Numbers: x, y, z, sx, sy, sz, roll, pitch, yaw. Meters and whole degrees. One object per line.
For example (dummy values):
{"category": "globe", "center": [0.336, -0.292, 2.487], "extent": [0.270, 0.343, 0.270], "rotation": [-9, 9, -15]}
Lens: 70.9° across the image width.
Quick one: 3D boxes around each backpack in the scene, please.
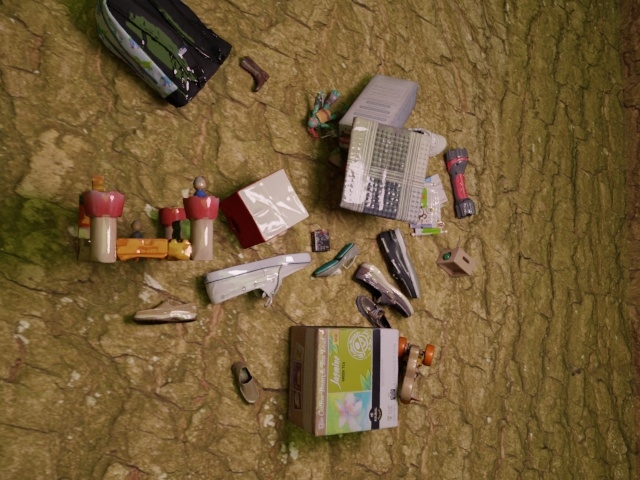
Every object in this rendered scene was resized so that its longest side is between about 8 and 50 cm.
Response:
{"category": "backpack", "center": [-0.507, -0.629, 1.383], "extent": [0.355, 0.274, 0.290], "rotation": [45, 65, -40]}

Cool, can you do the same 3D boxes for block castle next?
{"category": "block castle", "center": [-0.469, -0.054, 1.188], "extent": [0.303, 0.453, 0.212], "rotation": [0, 90, -28]}

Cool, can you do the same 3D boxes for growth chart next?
{"category": "growth chart", "center": [0.421, -0.130, 1.871], "extent": [0.172, 0.021, 0.237], "rotation": [-11, 98, 14]}

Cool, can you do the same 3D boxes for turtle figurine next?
{"category": "turtle figurine", "center": [0.173, -0.272, 1.692], "extent": [0.198, 0.275, 0.266], "rotation": [-42, 80, 6]}
{"category": "turtle figurine", "center": [0.018, -0.478, 1.706], "extent": [0.234, 0.118, 0.175], "rotation": [-48, 121, -41]}

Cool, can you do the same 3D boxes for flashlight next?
{"category": "flashlight", "center": [0.633, -0.257, 2.012], "extent": [0.103, 0.103, 0.303], "rotation": [8, 71, -62]}

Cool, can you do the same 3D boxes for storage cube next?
{"category": "storage cube", "center": [-0.190, -0.100, 1.490], "extent": [0.215, 0.193, 0.183], "rotation": [-32, 98, -30]}

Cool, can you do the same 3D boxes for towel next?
{"category": "towel", "center": [0.225, -0.240, 1.550], "extent": [0.313, 0.056, 0.323], "rotation": [10, 90, -18]}

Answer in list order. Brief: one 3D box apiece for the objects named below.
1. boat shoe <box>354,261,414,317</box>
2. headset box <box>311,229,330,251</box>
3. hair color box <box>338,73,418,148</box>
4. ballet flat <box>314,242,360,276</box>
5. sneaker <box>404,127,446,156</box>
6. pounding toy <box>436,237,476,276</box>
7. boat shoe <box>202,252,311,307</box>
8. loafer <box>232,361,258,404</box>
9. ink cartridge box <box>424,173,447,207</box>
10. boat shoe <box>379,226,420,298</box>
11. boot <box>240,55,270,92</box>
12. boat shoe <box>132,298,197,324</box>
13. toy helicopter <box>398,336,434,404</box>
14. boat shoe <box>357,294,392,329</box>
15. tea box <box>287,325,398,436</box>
{"category": "boat shoe", "center": [0.241, 0.207, 1.739], "extent": [0.285, 0.103, 0.092], "rotation": [47, 69, -11]}
{"category": "headset box", "center": [0.000, 0.000, 1.671], "extent": [0.062, 0.032, 0.083], "rotation": [-1, 82, -30]}
{"category": "hair color box", "center": [0.229, -0.489, 1.735], "extent": [0.186, 0.113, 0.374], "rotation": [19, 52, 18]}
{"category": "ballet flat", "center": [0.070, 0.089, 1.675], "extent": [0.213, 0.072, 0.068], "rotation": [-39, 106, -28]}
{"category": "sneaker", "center": [0.444, -0.429, 1.933], "extent": [0.293, 0.118, 0.109], "rotation": [-2, 82, -31]}
{"category": "pounding toy", "center": [0.581, 0.074, 1.923], "extent": [0.141, 0.130, 0.100], "rotation": [38, 66, -19]}
{"category": "boat shoe", "center": [-0.190, 0.143, 1.487], "extent": [0.368, 0.136, 0.156], "rotation": [-13, 89, -27]}
{"category": "loafer", "center": [-0.242, 0.466, 1.458], "extent": [0.056, 0.050, 0.147], "rotation": [-28, 96, -29]}
{"category": "ink cartridge box", "center": [0.466, -0.197, 1.924], "extent": [0.092, 0.090, 0.143], "rotation": [-24, 95, -29]}
{"category": "boat shoe", "center": [0.321, 0.098, 1.803], "extent": [0.114, 0.091, 0.302], "rotation": [-20, 92, -74]}
{"category": "boot", "center": [-0.249, -0.602, 1.621], "extent": [0.114, 0.037, 0.106], "rotation": [39, 53, -22]}
{"category": "boat shoe", "center": [-0.472, 0.215, 1.369], "extent": [0.190, 0.068, 0.072], "rotation": [6, 67, -38]}
{"category": "toy helicopter", "center": [0.317, 0.506, 1.633], "extent": [0.140, 0.355, 0.234], "rotation": [14, 95, 14]}
{"category": "boat shoe", "center": [0.215, 0.279, 1.727], "extent": [0.183, 0.066, 0.066], "rotation": [49, 63, -14]}
{"category": "tea box", "center": [0.076, 0.460, 1.536], "extent": [0.324, 0.220, 0.328], "rotation": [5, 81, -27]}
